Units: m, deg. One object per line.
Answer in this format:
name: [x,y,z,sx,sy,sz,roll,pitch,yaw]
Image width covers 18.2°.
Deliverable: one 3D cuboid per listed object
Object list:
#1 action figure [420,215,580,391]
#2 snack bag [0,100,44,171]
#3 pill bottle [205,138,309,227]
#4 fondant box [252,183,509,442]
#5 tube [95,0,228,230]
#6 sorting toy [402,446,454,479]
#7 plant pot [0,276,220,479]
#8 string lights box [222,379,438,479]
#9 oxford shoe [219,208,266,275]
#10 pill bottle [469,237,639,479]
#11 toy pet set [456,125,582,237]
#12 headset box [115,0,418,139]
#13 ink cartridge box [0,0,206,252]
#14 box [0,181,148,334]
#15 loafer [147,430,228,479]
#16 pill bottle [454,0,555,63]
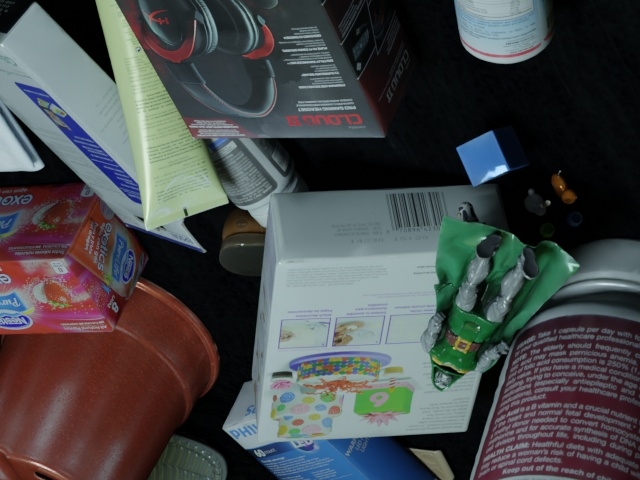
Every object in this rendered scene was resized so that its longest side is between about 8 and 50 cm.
action figure: [0.152,0.077,1.966,0.137,0.063,0.232,23,141,2]
snack bag: [-0.499,-0.184,2.133,0.342,0.037,0.323,-2,133,35]
pill bottle: [-0.076,-0.081,2.048,0.078,0.078,0.137,-14,129,37]
fondant box: [0.056,0.082,2.097,0.238,0.096,0.330,-2,141,-8]
tube: [-0.163,-0.136,1.952,0.070,0.062,0.240,-12,102,17]
sorting toy: [0.132,0.278,2.427,0.062,0.012,0.083,0,137,30]
plant pot: [-0.289,0.211,2.346,0.272,0.265,0.272,14,142,11]
string lights box: [0.021,0.266,2.402,0.133,0.077,0.260,-19,125,45]
oxford shoe: [0.000,0.000,2.123,0.212,0.076,0.076,10,140,-10]
pill bottle: [0.274,0.202,1.961,0.224,0.392,0.224,13,142,11]
toy pet set: [0.189,-0.052,1.936,0.065,0.122,0.114,138,110,-77]
headset box: [-0.055,-0.210,1.850,0.218,0.110,0.293,2,140,28]
ink cartridge box: [-0.241,-0.122,2.033,0.165,0.065,0.333,17,155,50]
box: [-0.344,0.023,2.265,0.256,0.123,0.128,-2,137,28]
loafer: [-0.240,0.264,2.546,0.251,0.087,0.094,15,107,-5]
pill bottle: [0.156,-0.239,1.743,0.087,0.087,0.160,7,139,19]
